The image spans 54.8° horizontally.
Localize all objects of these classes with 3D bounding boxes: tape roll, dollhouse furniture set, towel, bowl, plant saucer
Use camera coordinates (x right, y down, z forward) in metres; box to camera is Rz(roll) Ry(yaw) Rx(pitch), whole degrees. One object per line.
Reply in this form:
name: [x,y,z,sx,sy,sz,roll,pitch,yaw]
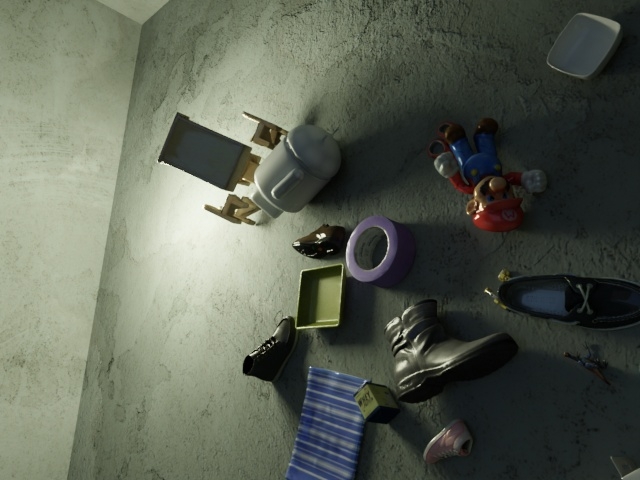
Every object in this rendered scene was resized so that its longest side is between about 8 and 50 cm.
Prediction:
tape roll: [0.165,0.031,1.713,0.189,0.080,0.189,-20,62,42]
dollhouse furniture set: [-0.322,-0.270,2.086,0.256,0.394,0.362,26,96,13]
towel: [0.019,0.532,1.705,0.243,0.040,0.336,2,76,47]
bowl: [0.615,-0.441,1.427,0.142,0.053,0.142,-58,42,12]
plant saucer: [0.011,0.174,1.851,0.188,0.045,0.188,-12,66,45]

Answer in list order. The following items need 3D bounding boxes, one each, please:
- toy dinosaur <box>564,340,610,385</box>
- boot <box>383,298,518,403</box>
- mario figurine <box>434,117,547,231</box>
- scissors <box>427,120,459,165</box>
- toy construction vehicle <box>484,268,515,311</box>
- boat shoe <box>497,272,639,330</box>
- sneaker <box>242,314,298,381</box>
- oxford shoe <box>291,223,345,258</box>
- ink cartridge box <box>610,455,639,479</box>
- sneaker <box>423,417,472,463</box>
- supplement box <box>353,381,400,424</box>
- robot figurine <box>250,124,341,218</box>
toy dinosaur: [0.534,0.250,1.252,0.082,0.047,0.090,-25,66,61]
boot: [0.289,0.231,1.477,0.338,0.118,0.223,-32,48,31]
mario figurine: [0.401,-0.166,1.467,0.198,0.170,0.320,-35,50,32]
scissors: [0.378,-0.214,1.620,0.109,0.021,0.297,-53,42,16]
toy construction vehicle: [0.432,0.113,1.420,0.086,0.035,0.098,-59,42,13]
boat shoe: [0.514,0.124,1.266,0.302,0.091,0.114,-7,75,40]
sneaker: [-0.152,0.331,1.911,0.083,0.118,0.222,23,92,50]
oxford shoe: [0.000,0.000,1.923,0.227,0.083,0.096,-9,46,48]
ink cartridge box: [0.591,0.444,1.059,0.061,0.104,0.181,-44,47,26]
sneaker: [0.294,0.478,1.413,0.134,0.051,0.070,-52,38,14]
supplement box: [0.143,0.415,1.579,0.056,0.083,0.083,-50,43,20]
robot figurine: [-0.073,-0.229,1.986,0.353,0.200,0.300,-44,14,28]
